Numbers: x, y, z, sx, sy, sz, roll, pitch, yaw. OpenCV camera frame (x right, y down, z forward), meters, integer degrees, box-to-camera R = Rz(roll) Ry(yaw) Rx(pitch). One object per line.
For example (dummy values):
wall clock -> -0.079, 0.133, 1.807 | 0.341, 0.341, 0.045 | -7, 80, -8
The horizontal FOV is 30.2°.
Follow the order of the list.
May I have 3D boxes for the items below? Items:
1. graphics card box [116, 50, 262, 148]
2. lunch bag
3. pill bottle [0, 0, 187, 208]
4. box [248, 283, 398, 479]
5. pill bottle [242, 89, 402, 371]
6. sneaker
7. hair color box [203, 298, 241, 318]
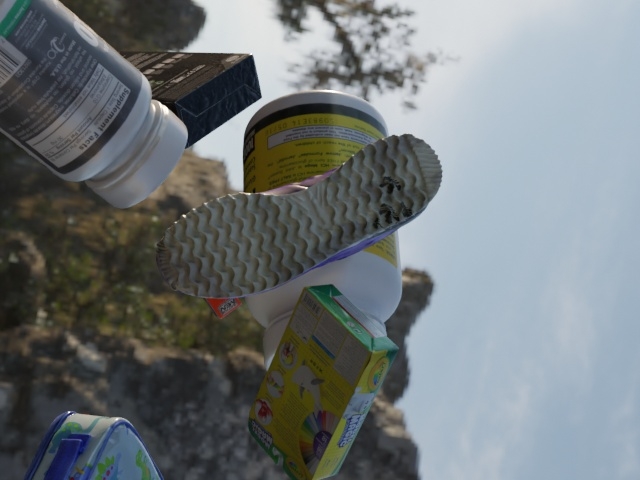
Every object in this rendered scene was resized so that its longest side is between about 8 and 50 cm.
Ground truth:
graphics card box -> -0.317, -0.254, 2.076 | 0.233, 0.371, 0.094 | -42, 128, -47
lunch bag -> -0.233, 0.285, 1.140 | 0.176, 0.090, 0.219 | 71, 29, -44
pill bottle -> -0.384, -0.218, 1.761 | 0.204, 0.361, 0.204 | -31, -144, 26
box -> -0.003, 0.143, 1.114 | 0.105, 0.043, 0.179 | 44, -59, 35
pill bottle -> 0.000, 0.000, 1.427 | 0.188, 0.188, 0.333 | 123, -30, -53
sneaker -> -0.020, -0.007, 1.205 | 0.146, 0.294, 0.102 | 111, -42, -79
hair color box -> -0.181, 0.051, 1.824 | 0.043, 0.141, 0.072 | -36, -174, -9
